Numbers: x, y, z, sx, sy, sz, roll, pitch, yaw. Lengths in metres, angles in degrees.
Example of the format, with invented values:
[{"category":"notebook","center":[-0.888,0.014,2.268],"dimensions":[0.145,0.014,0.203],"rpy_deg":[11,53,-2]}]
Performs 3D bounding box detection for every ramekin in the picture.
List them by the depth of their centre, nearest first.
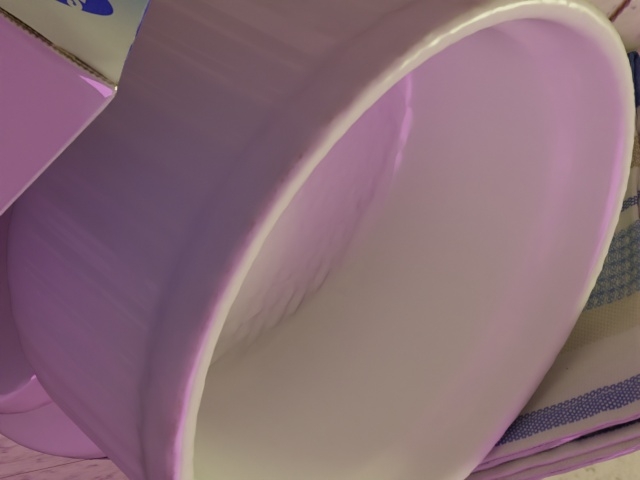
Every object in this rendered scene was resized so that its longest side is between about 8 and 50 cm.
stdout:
[{"category":"ramekin","center":[0.000,0.000,0.606],"dimensions":[0.277,0.135,0.277],"rpy_deg":[-32,139,-33]}]

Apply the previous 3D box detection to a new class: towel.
[{"category":"towel","center":[0.105,0.022,0.788],"dimensions":[0.209,0.285,0.034],"rpy_deg":[-23,127,27]}]

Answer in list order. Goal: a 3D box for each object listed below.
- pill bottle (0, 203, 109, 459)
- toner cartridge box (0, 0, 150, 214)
[{"category":"pill bottle","center":[-0.104,0.040,0.795],"dimensions":[0.169,0.169,0.301],"rpy_deg":[-21,163,19]},{"category":"toner cartridge box","center":[-0.216,-0.017,0.449],"dimensions":[0.165,0.075,0.348],"rpy_deg":[34,129,-22]}]
